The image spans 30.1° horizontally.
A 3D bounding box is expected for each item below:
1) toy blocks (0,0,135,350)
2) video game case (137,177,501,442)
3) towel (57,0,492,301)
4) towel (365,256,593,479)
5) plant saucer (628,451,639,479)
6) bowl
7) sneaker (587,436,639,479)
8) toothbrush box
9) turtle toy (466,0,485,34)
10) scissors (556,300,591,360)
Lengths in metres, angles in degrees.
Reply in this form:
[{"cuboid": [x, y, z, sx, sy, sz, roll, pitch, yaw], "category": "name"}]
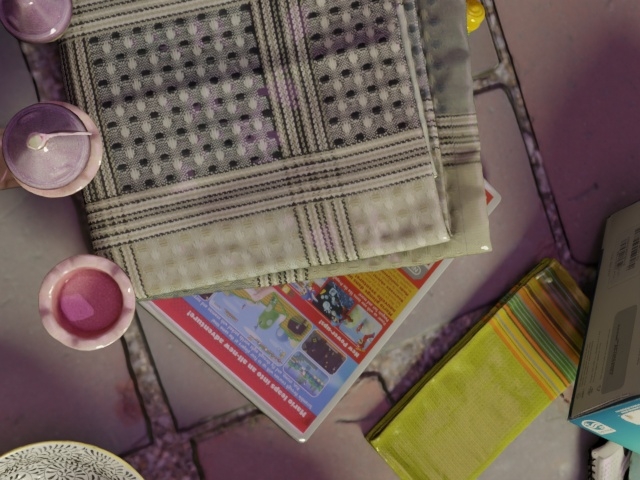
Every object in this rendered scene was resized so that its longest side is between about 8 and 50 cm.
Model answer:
[{"cuboid": [-0.284, -0.061, 0.777, 0.289, 0.260, 0.309, -9, 92, -5], "category": "toy blocks"}, {"cuboid": [0.000, 0.000, 1.020, 0.204, 0.025, 0.285, 43, 77, -14], "category": "video game case"}, {"cuboid": [-0.040, -0.119, 0.925, 0.324, 0.056, 0.312, -9, 88, 4], "category": "towel"}, {"cuboid": [0.156, 0.129, 1.063, 0.237, 0.021, 0.102, -43, 97, -10], "category": "towel"}, {"cuboid": [0.372, 0.222, 1.119, 0.195, 0.037, 0.195, 1, 88, -30], "category": "plant saucer"}, {"cuboid": [-0.211, 0.233, 0.919, 0.170, 0.080, 0.170, 0, 89, -19], "category": "bowl"}, {"cuboid": [0.261, 0.216, 1.103, 0.044, 0.040, 0.109, 26, 74, -10], "category": "sneaker"}, {"cuboid": [0.390, 0.107, 1.055, 0.295, 0.126, 0.216, 24, 63, -15], "category": "toothbrush box"}, {"cuboid": [0.075, -0.200, 1.019, 0.130, 0.095, 0.066, 10, 65, -19], "category": "turtle toy"}, {"cuboid": [0.357, 0.073, 1.142, 0.297, 0.021, 0.109, -22, 95, -16], "category": "scissors"}]
